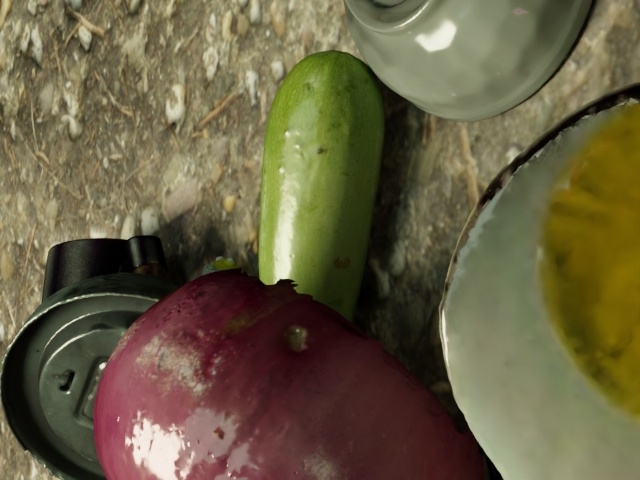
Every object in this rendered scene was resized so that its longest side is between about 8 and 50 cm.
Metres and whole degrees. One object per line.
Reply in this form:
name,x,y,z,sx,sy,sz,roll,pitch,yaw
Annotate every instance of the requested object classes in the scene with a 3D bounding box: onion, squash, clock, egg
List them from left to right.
clock,-0.204,0.161,1.286,0.280,0.280,0.055,-59,12,27
onion,-0.048,0.204,1.013,0.345,0.358,0.358,-34,54,1
squash,-0.008,-0.002,1.178,0.118,0.118,0.371,19,107,49
egg,0.253,0.043,0.794,0.337,0.201,0.337,1,96,10

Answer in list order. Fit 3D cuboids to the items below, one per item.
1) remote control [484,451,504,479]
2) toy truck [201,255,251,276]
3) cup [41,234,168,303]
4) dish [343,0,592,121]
remote control,0.175,0.223,0.968,0.066,0.090,0.266,-15,69,18
toy truck,-0.117,0.069,1.337,0.111,0.076,0.077,-68,24,17
cup,-0.225,0.093,1.407,0.239,0.166,0.177,-11,72,31
dish,0.105,-0.253,1.069,0.303,0.120,0.303,-5,84,48
